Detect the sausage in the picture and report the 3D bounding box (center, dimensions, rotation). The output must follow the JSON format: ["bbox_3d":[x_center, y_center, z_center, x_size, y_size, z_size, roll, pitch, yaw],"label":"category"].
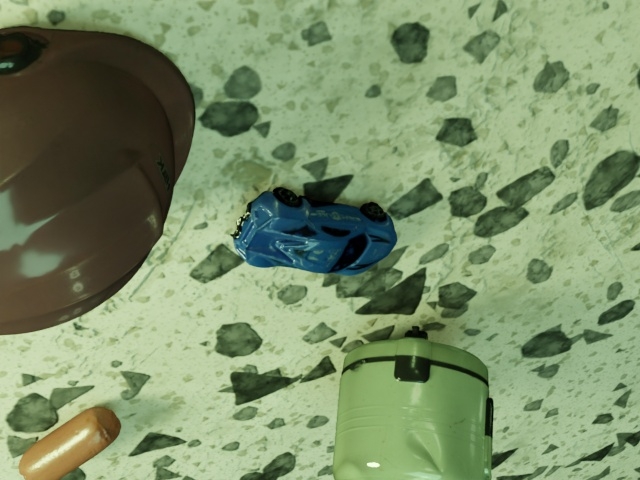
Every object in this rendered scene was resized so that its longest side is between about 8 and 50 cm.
[{"bbox_3d":[-0.344,0.283,1.247,0.154,0.062,0.062,-34,138,14],"label":"sausage"}]

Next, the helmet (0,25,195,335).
[{"bbox_3d":[-0.265,-0.034,0.831,0.338,0.197,0.271,-15,137,-6],"label":"helmet"}]

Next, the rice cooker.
[{"bbox_3d":[0.131,0.251,1.280,0.226,0.244,0.226,3,153,2],"label":"rice cooker"}]

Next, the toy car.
[{"bbox_3d":[0.000,0.000,1.079,0.216,0.063,0.103,9,131,-30],"label":"toy car"}]
